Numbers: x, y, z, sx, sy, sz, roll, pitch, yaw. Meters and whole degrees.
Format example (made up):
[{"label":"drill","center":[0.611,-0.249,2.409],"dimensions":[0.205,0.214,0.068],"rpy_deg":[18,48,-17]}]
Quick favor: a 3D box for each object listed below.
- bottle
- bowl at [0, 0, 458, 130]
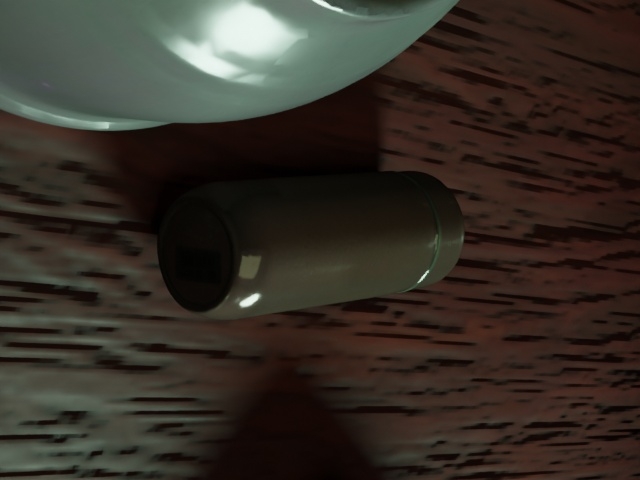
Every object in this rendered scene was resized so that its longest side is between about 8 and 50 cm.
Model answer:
[{"label":"bottle","center":[0.000,0.000,0.639],"dimensions":[0.140,0.053,0.053],"rpy_deg":[-6,115,-47]},{"label":"bowl","center":[-0.018,-0.157,0.457],"dimensions":[0.287,0.143,0.287],"rpy_deg":[-27,131,-37]}]
